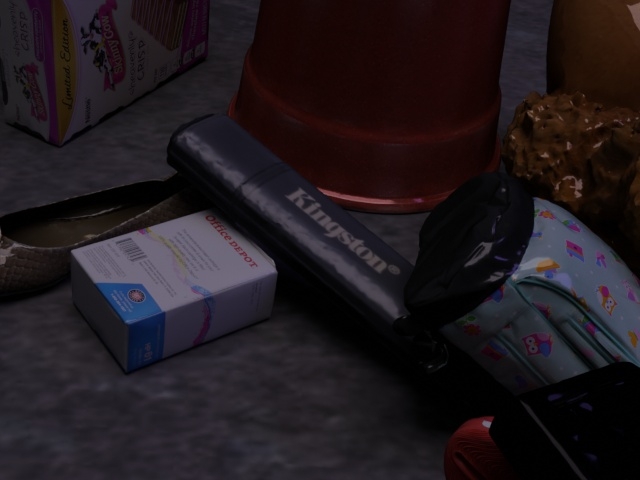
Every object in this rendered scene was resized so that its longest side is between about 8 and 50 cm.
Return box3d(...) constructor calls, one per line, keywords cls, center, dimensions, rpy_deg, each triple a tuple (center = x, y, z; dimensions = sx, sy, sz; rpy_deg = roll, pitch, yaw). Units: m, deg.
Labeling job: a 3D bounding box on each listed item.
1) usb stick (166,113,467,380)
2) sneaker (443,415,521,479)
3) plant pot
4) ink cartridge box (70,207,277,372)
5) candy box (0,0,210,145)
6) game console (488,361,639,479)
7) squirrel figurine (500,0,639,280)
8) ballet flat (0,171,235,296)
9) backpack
box3d(cls="usb stick", center=(0.000, 0.000, 0.729), dimensions=(0.278, 0.045, 0.077), rpy_deg=(40, 32, 15))
box3d(cls="sneaker", center=(0.188, 0.156, 0.601), dimensions=(0.221, 0.087, 0.128), rpy_deg=(32, 33, 9))
box3d(cls="plant pot", center=(0.058, -0.209, 0.884), dimensions=(0.272, 0.265, 0.272), rpy_deg=(5, 38, -4))
box3d(cls="ink cartridge box", center=(-0.105, 0.032, 0.711), dimensions=(0.122, 0.052, 0.088), rpy_deg=(-20, 46, -31))
box3d(cls="candy box", center=(-0.195, -0.212, 0.925), dimensions=(0.071, 0.159, 0.233), rpy_deg=(24, 41, 20))
box3d(cls="game console", center=(0.106, 0.170, 0.437), dimensions=(0.361, 0.044, 0.213), rpy_deg=(-8, 48, -35))
box3d(cls="squirrel figurine", center=(0.355, -0.089, 0.757), dimensions=(0.370, 0.281, 0.397), rpy_deg=(18, 53, 36))
box3d(cls="ballet flat", center=(-0.175, -0.016, 0.755), dimensions=(0.249, 0.058, 0.084), rpy_deg=(-14, 42, -27))
box3d(cls="backpack", center=(0.149, 0.052, 0.645), dimensions=(0.182, 0.115, 0.152), rpy_deg=(43, 39, -12))
